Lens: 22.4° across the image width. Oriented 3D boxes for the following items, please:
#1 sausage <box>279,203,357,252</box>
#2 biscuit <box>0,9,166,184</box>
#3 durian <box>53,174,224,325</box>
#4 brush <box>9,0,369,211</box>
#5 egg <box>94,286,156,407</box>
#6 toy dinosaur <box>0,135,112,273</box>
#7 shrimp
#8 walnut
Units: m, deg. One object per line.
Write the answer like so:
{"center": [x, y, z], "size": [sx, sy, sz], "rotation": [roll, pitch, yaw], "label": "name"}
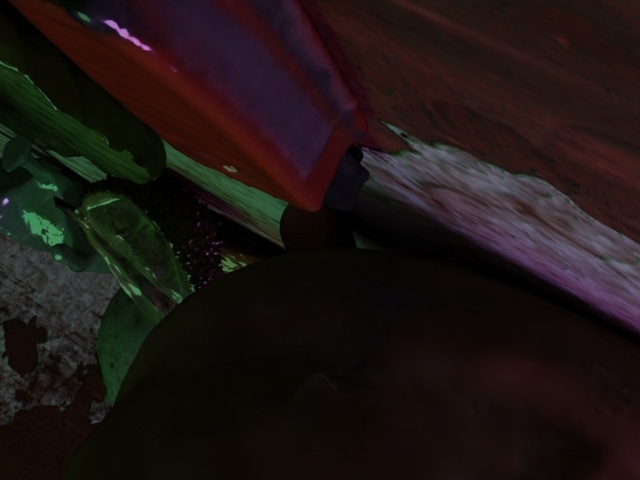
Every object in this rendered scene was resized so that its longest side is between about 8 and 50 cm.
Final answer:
{"center": [0.000, 0.000, 0.819], "size": [0.034, 0.034, 0.083], "rotation": [29, 174, 15], "label": "sausage"}
{"center": [-0.165, -0.090, 0.866], "size": [0.187, 0.036, 0.273], "rotation": [30, 173, 18], "label": "biscuit"}
{"center": [-0.115, -0.004, 1.098], "size": [0.140, 0.071, 0.110], "rotation": [33, 136, 20], "label": "durian"}
{"center": [-0.041, -0.060, 0.484], "size": [0.070, 0.051, 0.323], "rotation": [31, 174, 19], "label": "brush"}
{"center": [-0.067, 0.097, 1.252], "size": [0.231, 0.169, 0.169], "rotation": [18, 168, 26], "label": "egg"}
{"center": [-0.280, -0.048, 1.505], "size": [0.393, 0.092, 0.205], "rotation": [25, 176, 28], "label": "toy dinosaur"}
{"center": [-0.044, 0.019, 1.151], "size": [0.184, 0.043, 0.091], "rotation": [24, 165, 5], "label": "shrimp"}
{"center": [0.054, 0.182, 0.770], "size": [0.383, 0.384, 0.383], "rotation": [30, 173, 4], "label": "walnut"}
